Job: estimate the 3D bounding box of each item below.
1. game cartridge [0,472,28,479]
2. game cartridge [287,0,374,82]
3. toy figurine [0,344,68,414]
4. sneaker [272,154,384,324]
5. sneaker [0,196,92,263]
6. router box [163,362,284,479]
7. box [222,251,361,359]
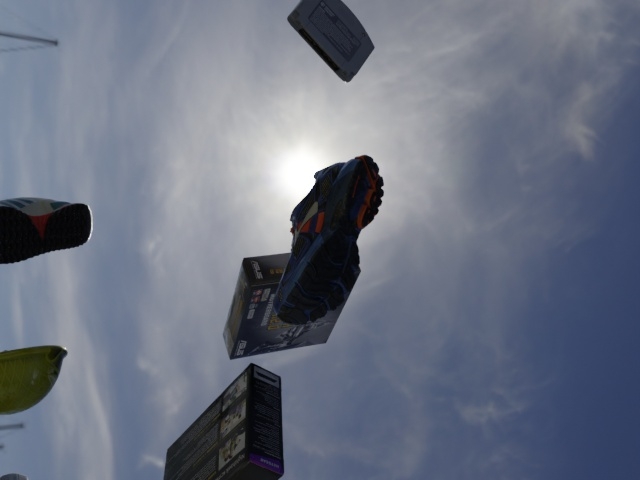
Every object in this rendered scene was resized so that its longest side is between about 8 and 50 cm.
[{"bbox_3d":[-0.355,0.416,0.741,0.297,0.062,0.198,-67,-155,3],"label":"game cartridge"},{"bbox_3d":[0.012,-0.195,0.685,0.056,0.083,0.017,-55,-156,-21],"label":"game cartridge"},{"bbox_3d":[-0.433,0.248,0.744,0.191,0.363,0.217,-57,-133,48],"label":"toy figurine"},{"bbox_3d":[0.000,0.000,0.854,0.087,0.083,0.221,3,-124,41],"label":"sneaker"},{"bbox_3d":[-0.307,-0.013,0.722,0.075,0.161,0.057,6,-80,29],"label":"sneaker"},{"bbox_3d":[-0.110,0.238,0.791,0.179,0.046,0.133,-47,-154,26],"label":"router box"},{"bbox_3d":[-0.054,0.106,1.211,0.231,0.183,0.056,113,-35,-49],"label":"box"}]
